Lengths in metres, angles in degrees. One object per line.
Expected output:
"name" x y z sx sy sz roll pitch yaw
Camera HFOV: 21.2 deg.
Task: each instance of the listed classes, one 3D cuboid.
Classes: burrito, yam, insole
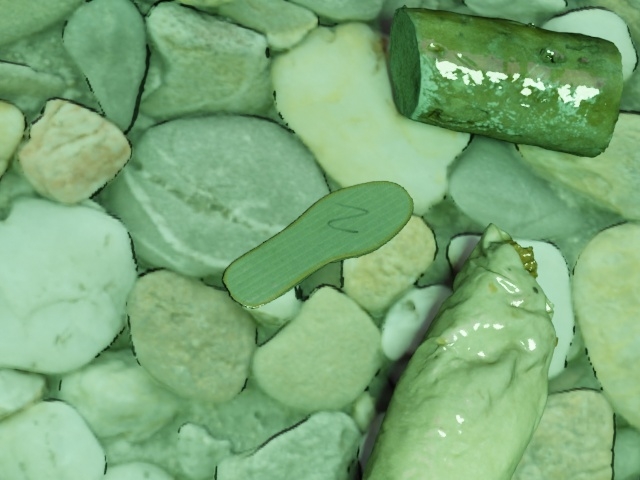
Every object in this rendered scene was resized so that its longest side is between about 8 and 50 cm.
"burrito" 0.097 0.165 1.318 0.117 0.076 0.392 30 63 -5
"yam" 0.153 -0.138 1.465 0.194 0.107 0.107 10 62 -7
"insole" 0.000 0.000 1.416 0.188 0.004 0.064 -31 73 -25
